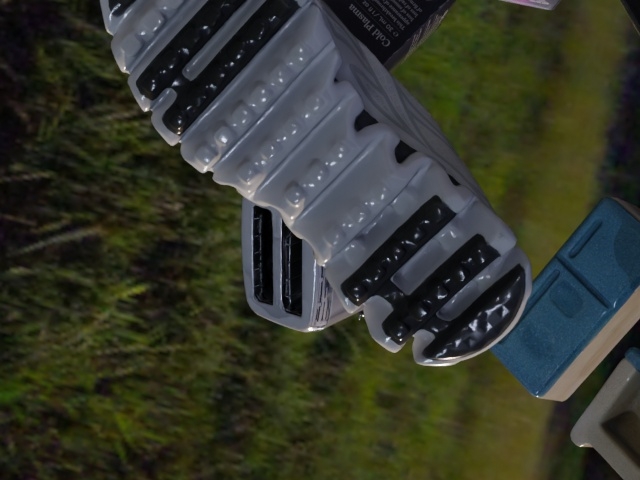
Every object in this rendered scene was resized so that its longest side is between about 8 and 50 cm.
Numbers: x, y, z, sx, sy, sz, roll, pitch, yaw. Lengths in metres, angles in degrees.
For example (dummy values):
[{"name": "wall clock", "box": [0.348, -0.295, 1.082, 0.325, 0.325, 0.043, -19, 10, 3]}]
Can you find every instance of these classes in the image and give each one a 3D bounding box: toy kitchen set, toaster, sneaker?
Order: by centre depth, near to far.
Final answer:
[{"name": "sneaker", "box": [-0.003, -0.066, 0.660, 0.110, 0.292, 0.118, -38, -173, 20]}, {"name": "toy kitchen set", "box": [0.166, 0.075, 0.661, 0.166, 0.207, 0.122, 15, 118, -52]}, {"name": "toaster", "box": [0.000, 0.000, 1.327, 0.146, 0.129, 0.227, -26, 126, -45]}]

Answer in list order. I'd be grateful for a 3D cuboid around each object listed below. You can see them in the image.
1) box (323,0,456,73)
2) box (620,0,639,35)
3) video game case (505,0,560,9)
[{"name": "box", "box": [-0.051, -0.319, 1.619, 0.312, 0.343, 0.179, -45, 179, -11]}, {"name": "box", "box": [0.369, -0.209, 0.894, 0.073, 0.293, 0.295, 39, 27, -55]}, {"name": "video game case", "box": [0.103, -0.332, 1.255, 0.026, 0.274, 0.196, -50, -137, 47]}]
